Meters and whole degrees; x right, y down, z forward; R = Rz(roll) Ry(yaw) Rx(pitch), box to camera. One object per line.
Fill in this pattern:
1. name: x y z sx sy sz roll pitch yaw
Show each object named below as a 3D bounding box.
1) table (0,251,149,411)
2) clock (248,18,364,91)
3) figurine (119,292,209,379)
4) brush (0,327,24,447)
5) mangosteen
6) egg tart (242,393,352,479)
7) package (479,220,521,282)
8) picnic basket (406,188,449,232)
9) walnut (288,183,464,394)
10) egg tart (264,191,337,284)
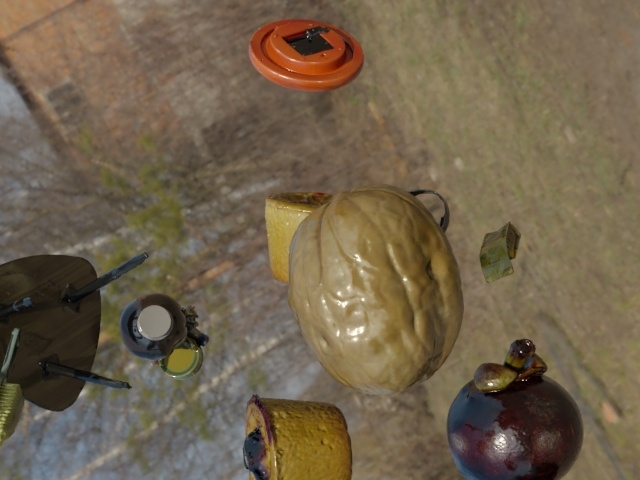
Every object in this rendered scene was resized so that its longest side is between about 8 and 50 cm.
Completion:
1. table: -0.460 0.165 1.836 0.249 0.317 0.317 -12 112 45
2. clock: -0.024 -0.332 1.738 0.051 0.205 0.205 99 151 -43
3. figurine: -0.339 0.198 2.101 0.158 0.161 0.275 66 -174 23
4. brush: -0.532 0.253 1.694 0.296 0.060 0.068 -93 13 -55
5. mangosteen: 0.397 0.384 2.062 0.293 0.297 0.297 50 -179 -17
6. egg tart: -0.047 0.360 1.664 0.215 0.171 0.215 177 90 -73
7. package: 0.371 0.023 2.045 0.047 0.071 0.131 50 -141 -21
8. picnic basket: 0.178 -0.040 1.996 0.138 0.179 0.128 21 -113 -50
9. walnut: 0.085 0.076 1.484 0.277 0.252 0.312 -79 -32 -82
10. egg tart: 0.000 0.000 1.678 0.202 0.203 0.147 -128 41 -78
